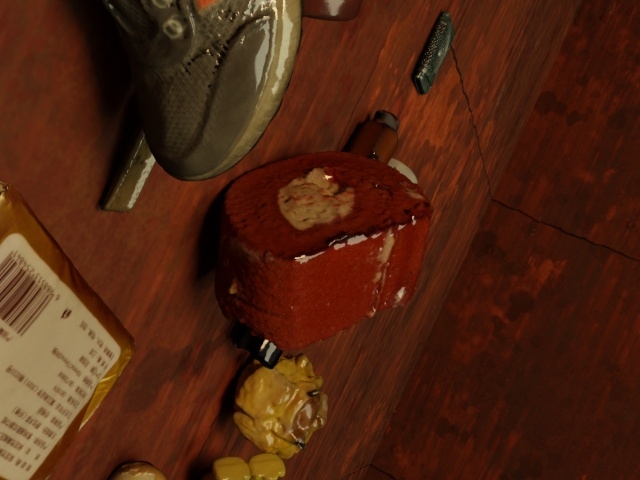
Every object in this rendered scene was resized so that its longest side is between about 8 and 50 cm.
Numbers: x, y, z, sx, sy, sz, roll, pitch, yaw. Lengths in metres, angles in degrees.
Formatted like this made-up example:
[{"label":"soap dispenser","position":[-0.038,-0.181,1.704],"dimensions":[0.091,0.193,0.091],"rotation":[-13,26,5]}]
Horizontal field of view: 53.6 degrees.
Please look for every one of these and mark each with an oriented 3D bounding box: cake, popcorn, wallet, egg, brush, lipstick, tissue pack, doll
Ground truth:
[{"label":"cake","position":[0.000,0.000,0.754],"dimensions":[0.282,0.177,0.151],"rotation":[-20,132,-33]},{"label":"popcorn","position":[-0.060,0.240,0.946],"dimensions":[0.148,0.152,0.167],"rotation":[-54,131,-28]},{"label":"wallet","position":[0.203,-0.325,1.108],"dimensions":[0.129,0.026,0.088],"rotation":[-65,159,-3]},{"label":"egg","position":[-0.213,0.298,0.745],"dimensions":[0.071,0.071,0.083],"rotation":[-56,158,-22]},{"label":"brush","position":[-0.127,-0.137,0.541],"dimensions":[0.248,0.036,0.043],"rotation":[-62,155,8]},{"label":"lipstick","position":[0.005,-0.014,0.915],"dimensions":[0.419,0.077,0.077],"rotation":[-61,158,-16]},{"label":"tissue pack","position":[-0.237,0.081,0.432],"dimensions":[0.183,0.091,0.226],"rotation":[-54,157,-26]},{"label":"doll","position":[-0.166,0.452,0.963],"dimensions":[0.199,0.145,0.363],"rotation":[7,122,-27]}]

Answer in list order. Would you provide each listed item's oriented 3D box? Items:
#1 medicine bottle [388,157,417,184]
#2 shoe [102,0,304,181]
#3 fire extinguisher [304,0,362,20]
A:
[{"label":"medicine bottle","position":[0.062,-0.011,1.024],"dimensions":[0.260,0.095,0.095],"rotation":[-60,158,-18]},{"label":"shoe","position":[-0.107,-0.193,0.388],"dimensions":[0.171,0.132,0.337],"rotation":[-16,120,-47]},{"label":"fire extinguisher","position":[0.029,-0.362,0.518],"dimensions":[0.102,0.138,0.344],"rotation":[-14,130,-37]}]
